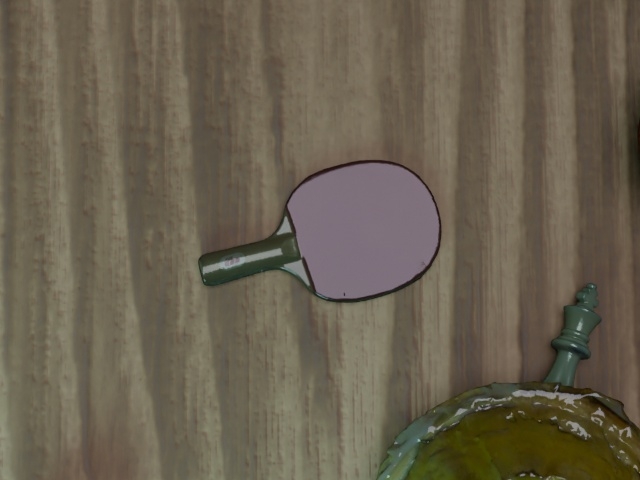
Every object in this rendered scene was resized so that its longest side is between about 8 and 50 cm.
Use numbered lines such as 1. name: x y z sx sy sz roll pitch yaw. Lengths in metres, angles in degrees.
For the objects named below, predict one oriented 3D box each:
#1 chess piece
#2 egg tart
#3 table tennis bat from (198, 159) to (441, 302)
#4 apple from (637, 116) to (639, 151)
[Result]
1. chess piece: 0.243 0.110 1.410 0.059 0.059 0.149 20 75 -1
2. egg tart: 0.190 0.280 1.323 0.315 0.120 0.315 0 96 -1
3. table tennis bat: 0.000 0.000 1.423 0.246 0.022 0.138 -14 82 -8
4. apple: 0.404 -0.116 1.397 0.181 0.181 0.168 32 105 0
